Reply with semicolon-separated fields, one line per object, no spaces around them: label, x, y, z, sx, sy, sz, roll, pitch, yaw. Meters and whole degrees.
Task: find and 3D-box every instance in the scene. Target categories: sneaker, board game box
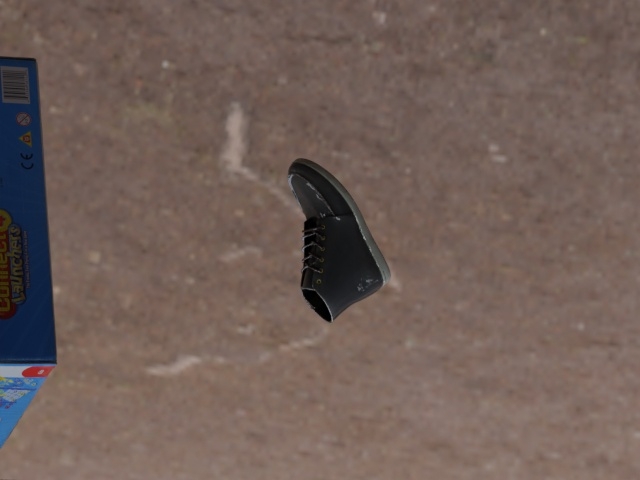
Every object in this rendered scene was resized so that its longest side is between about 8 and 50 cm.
sneaker;0.000;0.000;2.156;0.222;0.118;0.083;57;154;-12
board game box;-0.339;0.025;1.516;0.086;0.308;0.302;1;156;-22
